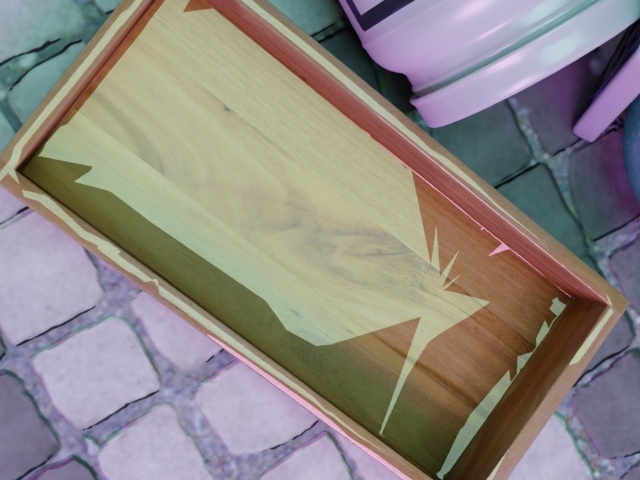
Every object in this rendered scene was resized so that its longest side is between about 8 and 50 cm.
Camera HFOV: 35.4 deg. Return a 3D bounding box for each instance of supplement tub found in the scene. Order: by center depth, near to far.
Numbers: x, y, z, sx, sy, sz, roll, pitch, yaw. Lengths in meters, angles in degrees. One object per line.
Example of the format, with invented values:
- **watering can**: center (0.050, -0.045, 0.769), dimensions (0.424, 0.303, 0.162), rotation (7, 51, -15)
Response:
- **supplement tub**: center (0.079, -0.233, 0.660), dimensions (0.191, 0.191, 0.272), rotation (-32, 98, -9)

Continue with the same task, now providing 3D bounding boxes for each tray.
- **tray**: center (0.000, 0.000, 0.713), dimensions (0.411, 0.076, 0.203), rotation (38, 84, -12)

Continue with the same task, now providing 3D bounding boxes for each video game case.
- **video game case**: center (0.244, -0.170, 0.696), dimensions (0.023, 0.201, 0.183), rotation (29, 86, 6)

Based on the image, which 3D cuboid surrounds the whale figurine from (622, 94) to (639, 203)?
- **whale figurine**: center (0.319, -0.113, 0.761), dimensions (0.216, 0.141, 0.272), rotation (41, 60, -31)
